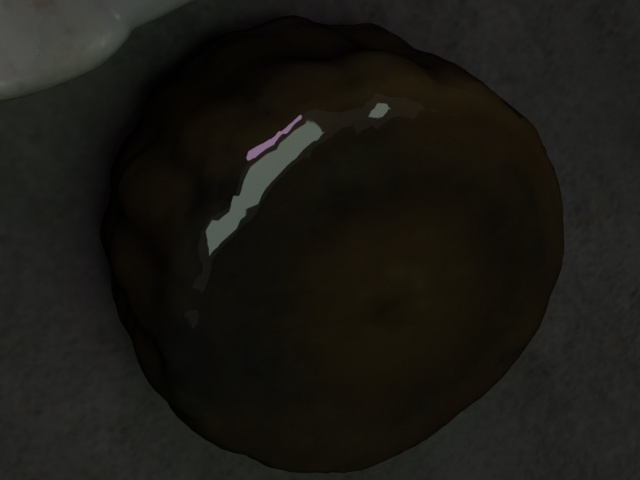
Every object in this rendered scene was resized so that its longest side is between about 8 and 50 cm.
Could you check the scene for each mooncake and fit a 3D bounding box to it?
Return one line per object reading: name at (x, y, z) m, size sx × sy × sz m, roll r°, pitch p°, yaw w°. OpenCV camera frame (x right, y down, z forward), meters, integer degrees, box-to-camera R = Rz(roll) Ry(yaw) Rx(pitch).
mooncake at (0.000, 0.000, 0.918) m, size 0.290 × 0.161 × 0.290 m, roll -13°, pitch 120°, yaw -23°

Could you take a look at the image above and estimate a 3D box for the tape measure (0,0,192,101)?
tape measure at (-0.150, -0.181, 0.699) m, size 0.265 × 0.258 × 0.130 m, roll -33°, pitch 124°, yaw -20°
